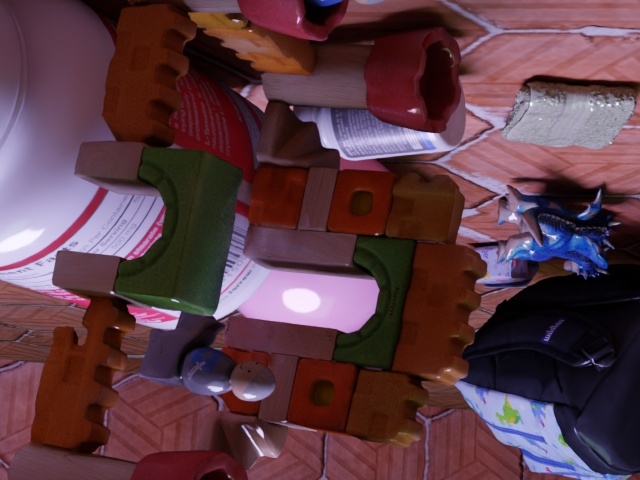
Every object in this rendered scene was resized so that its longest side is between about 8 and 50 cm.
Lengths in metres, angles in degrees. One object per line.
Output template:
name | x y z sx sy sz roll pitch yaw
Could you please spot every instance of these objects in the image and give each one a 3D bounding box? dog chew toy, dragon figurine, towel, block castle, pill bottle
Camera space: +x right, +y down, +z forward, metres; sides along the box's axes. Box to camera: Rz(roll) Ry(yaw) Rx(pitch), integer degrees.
dog chew toy | 0.013 0.029 1.655 0.207 0.206 0.332 0 158 16
dragon figurine | 0.270 -0.012 1.721 0.144 0.085 0.289 1 171 1
towel | 0.226 -0.111 1.442 0.110 0.027 0.148 3 167 -2
block castle | -0.025 0.023 1.160 0.213 0.453 0.303 5 168 28
pill bottle | 0.050 -0.110 1.378 0.137 0.078 0.078 -4 165 29
pill bottle | -0.209 -0.072 1.277 0.229 0.229 0.408 -4 165 28

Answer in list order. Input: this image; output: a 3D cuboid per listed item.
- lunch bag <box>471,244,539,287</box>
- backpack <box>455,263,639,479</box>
lunch bag | 0.232 0.034 2.015 0.071 0.053 0.083 -4 174 32
backpack | 0.313 0.156 1.893 0.356 0.290 0.273 8 141 54
